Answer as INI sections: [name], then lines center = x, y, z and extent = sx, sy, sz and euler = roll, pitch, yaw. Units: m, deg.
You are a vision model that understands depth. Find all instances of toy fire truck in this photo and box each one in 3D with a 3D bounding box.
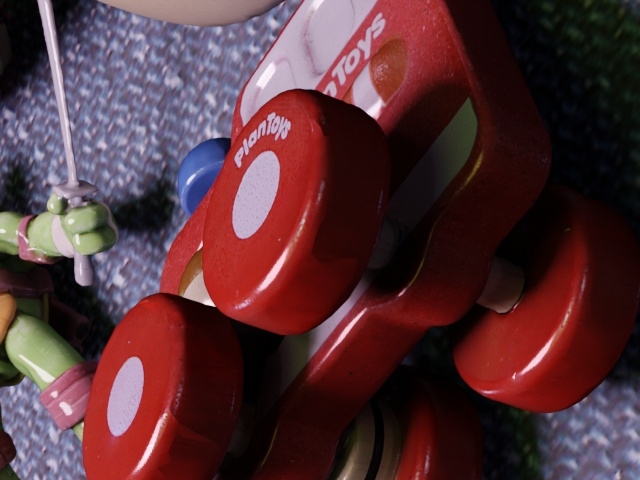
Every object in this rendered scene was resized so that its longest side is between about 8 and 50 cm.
[toy fire truck]
center = 0.000, 0.000, 0.805
extent = 0.302, 0.169, 0.254
euler = -54, 31, 32

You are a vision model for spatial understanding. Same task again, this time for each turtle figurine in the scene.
[turtle figurine]
center = -0.208, 0.050, 0.964
extent = 0.266, 0.198, 0.275
euler = 58, 149, 16

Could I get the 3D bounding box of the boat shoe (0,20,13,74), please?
[boat shoe]
center = -0.253, -0.129, 0.972
extent = 0.110, 0.307, 0.104
euler = 33, 77, 12

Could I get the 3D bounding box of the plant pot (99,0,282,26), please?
[plant pot]
center = -0.124, -0.260, 0.885
extent = 0.284, 0.191, 0.284
euler = 3, 94, 46
